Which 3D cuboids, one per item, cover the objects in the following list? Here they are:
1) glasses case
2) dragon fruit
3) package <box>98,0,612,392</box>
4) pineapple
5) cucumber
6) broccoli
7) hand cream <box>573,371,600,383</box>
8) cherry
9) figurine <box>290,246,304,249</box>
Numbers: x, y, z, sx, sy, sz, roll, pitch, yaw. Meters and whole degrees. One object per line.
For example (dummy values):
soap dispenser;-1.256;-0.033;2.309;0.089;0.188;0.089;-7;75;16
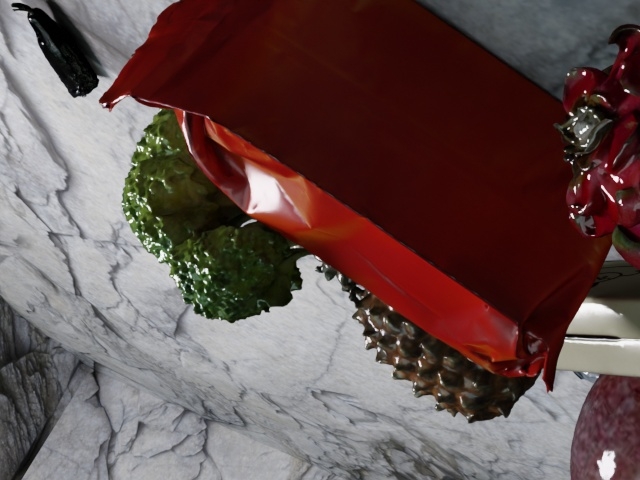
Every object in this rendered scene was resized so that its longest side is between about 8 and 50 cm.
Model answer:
glasses case;0.259;0.066;1.051;0.313;0.131;0.070;-5;101;61
dragon fruit;0.272;-0.050;0.658;0.198;0.218;0.272;-3;177;-34
package;0.058;-0.066;0.916;0.423;0.196;0.123;34;155;-9
pineapple;0.080;0.045;1.256;0.361;0.175;0.175;39;161;-4
cucumber;-0.294;-0.219;1.313;0.163;0.043;0.039;69;180;-58
broccoli;-0.043;-0.049;1.012;0.302;0.254;0.186;23;136;37
hand cream;0.342;0.168;1.402;0.030;0.019;0.093;41;166;-35
cherry;0.361;0.228;1.161;0.230;0.300;0.203;22;-161;-2
figurine;0.000;0.000;1.429;0.109;0.047;0.064;14;150;18
